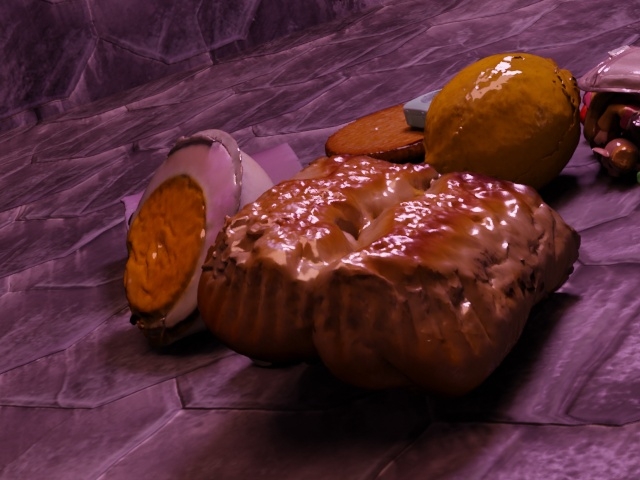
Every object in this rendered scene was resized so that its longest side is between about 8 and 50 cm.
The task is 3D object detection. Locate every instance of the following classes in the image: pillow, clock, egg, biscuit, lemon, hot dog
[{"bbox_3d":[0.461,-0.221,1.874,0.130,0.038,0.232,-35,33,-31],"label":"pillow"},{"bbox_3d":[0.214,-0.227,2.358,0.135,0.041,0.101,-23,19,-23],"label":"clock"},{"bbox_3d":[-0.134,0.013,1.877,0.264,0.174,0.286,-30,46,42],"label":"egg"},{"bbox_3d":[0.151,-0.188,2.426,0.305,0.038,0.305,-15,18,5],"label":"biscuit"},{"bbox_3d":[0.254,-0.156,1.956,0.260,0.204,0.204,-33,21,-13],"label":"lemon"},{"bbox_3d":[0.060,0.044,1.505,0.367,0.196,0.365,9,16,19],"label":"hot dog"}]

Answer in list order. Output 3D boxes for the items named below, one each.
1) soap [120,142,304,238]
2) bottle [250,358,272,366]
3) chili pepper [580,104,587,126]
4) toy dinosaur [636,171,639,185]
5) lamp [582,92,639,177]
[{"bbox_3d":[-0.155,-0.039,2.168,0.296,0.107,0.285,-20,17,-2],"label":"soap"},{"bbox_3d":[-0.014,0.078,1.730,0.072,0.072,0.201,-1,25,44],"label":"bottle"},{"bbox_3d":[0.509,-0.227,2.109,0.252,0.136,0.144,-33,65,-12],"label":"chili pepper"},{"bbox_3d":[0.628,-0.134,1.633,0.374,0.144,0.500,-27,14,-11],"label":"toy dinosaur"},{"bbox_3d":[0.420,-0.149,1.932,0.118,0.118,0.253,-15,21,9],"label":"lamp"}]
